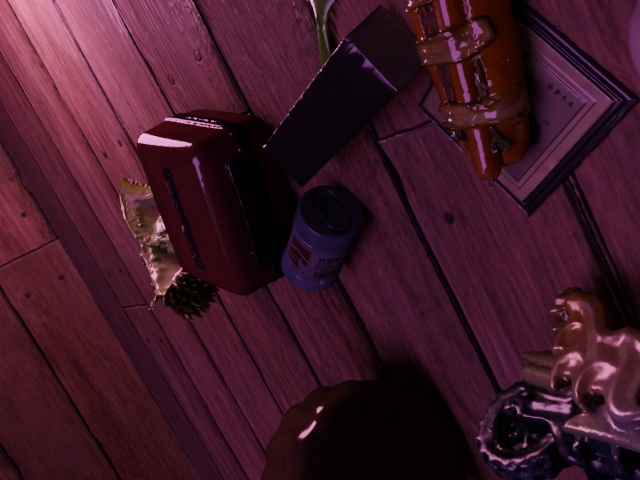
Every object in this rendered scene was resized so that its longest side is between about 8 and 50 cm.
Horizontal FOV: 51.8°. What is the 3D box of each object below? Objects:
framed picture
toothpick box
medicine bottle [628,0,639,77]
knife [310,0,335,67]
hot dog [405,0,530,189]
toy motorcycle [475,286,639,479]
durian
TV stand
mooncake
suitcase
[{"bbox_3d":[0.204,-0.146,0.707,0.195,0.010,0.199,47,146,14],"label":"framed picture"},{"bbox_3d":[0.000,0.000,1.020,0.101,0.101,0.153,45,146,18],"label":"toothpick box"},{"bbox_3d":[0.319,-0.191,0.288,0.256,0.256,0.324,35,134,30],"label":"medicine bottle"},{"bbox_3d":[0.007,-0.261,0.857,0.078,0.023,0.166,31,139,42],"label":"knife"},{"bbox_3d":[0.152,-0.182,0.669,0.109,0.072,0.269,5,120,53],"label":"hot dog"},{"bbox_3d":[0.327,0.148,0.599,0.168,0.237,0.410,50,152,-17],"label":"toy motorcycle"},{"bbox_3d":[-0.298,0.018,1.344,0.157,0.170,0.355,103,149,-46],"label":"durian"},{"bbox_3d":[0.022,-0.170,0.848,0.088,0.082,0.269,43,149,-4],"label":"TV stand"},{"bbox_3d":[0.065,0.381,1.060,0.324,0.324,0.187,60,150,-5],"label":"mooncake"},{"bbox_3d":[-0.170,-0.068,1.131,0.236,0.161,0.297,16,129,44],"label":"suitcase"}]
